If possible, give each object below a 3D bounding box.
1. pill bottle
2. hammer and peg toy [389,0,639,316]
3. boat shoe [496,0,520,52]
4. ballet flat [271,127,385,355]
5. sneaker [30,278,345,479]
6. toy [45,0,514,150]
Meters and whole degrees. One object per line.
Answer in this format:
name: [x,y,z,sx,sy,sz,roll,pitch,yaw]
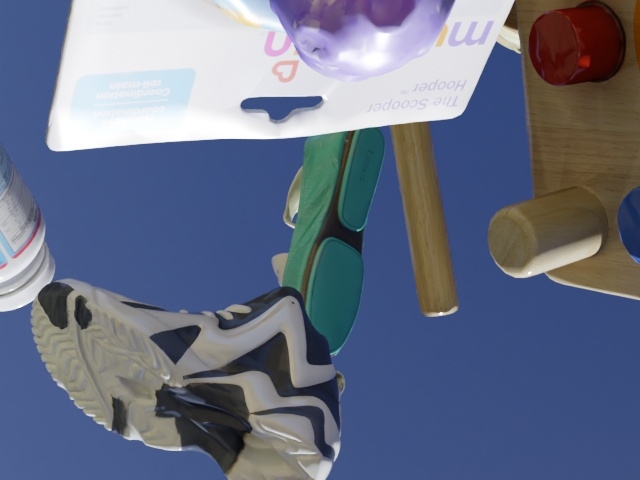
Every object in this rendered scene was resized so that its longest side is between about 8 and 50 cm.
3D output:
pill bottle: [-0.249,-0.024,0.937,0.087,0.160,0.087,-9,-133,10]
hammer and peg toy: [0.152,-0.088,0.624,0.361,0.127,0.266,10,-68,55]
boat shoe: [0.089,-0.259,1.132,0.104,0.089,0.285,-43,-103,-8]
ballet flat: [0.000,0.000,1.265,0.087,0.083,0.247,-6,-116,41]
sneaker: [-0.082,0.078,0.957,0.235,0.153,0.094,24,-60,4]
toy: [0.027,-0.095,0.294,0.056,0.137,0.237,62,-34,36]
